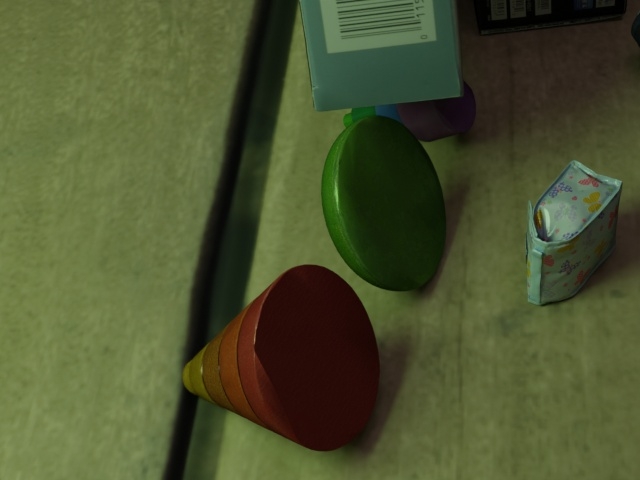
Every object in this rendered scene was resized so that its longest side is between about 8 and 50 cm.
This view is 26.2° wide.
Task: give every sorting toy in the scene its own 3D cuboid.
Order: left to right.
[{"bbox_3d":[0.000,0.000,0.994,0.126,0.127,0.365,-14,36,39],"label":"sorting toy"}]

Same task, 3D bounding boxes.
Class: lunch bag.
[{"bbox_3d":[0.171,-0.003,0.966,0.053,0.071,0.083,27,58,27],"label":"lunch bag"}]

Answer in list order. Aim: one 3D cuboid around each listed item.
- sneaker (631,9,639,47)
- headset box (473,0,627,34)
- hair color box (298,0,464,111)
[{"bbox_3d":[0.284,-0.095,1.022,0.163,0.086,0.226,-34,51,-22],"label":"sneaker"},{"bbox_3d":[0.177,-0.365,1.177,0.131,0.246,0.283,-6,46,4],"label":"headset box"},{"bbox_3d":[0.044,-0.265,1.079,0.114,0.185,0.374,-5,30,7],"label":"hair color box"}]
